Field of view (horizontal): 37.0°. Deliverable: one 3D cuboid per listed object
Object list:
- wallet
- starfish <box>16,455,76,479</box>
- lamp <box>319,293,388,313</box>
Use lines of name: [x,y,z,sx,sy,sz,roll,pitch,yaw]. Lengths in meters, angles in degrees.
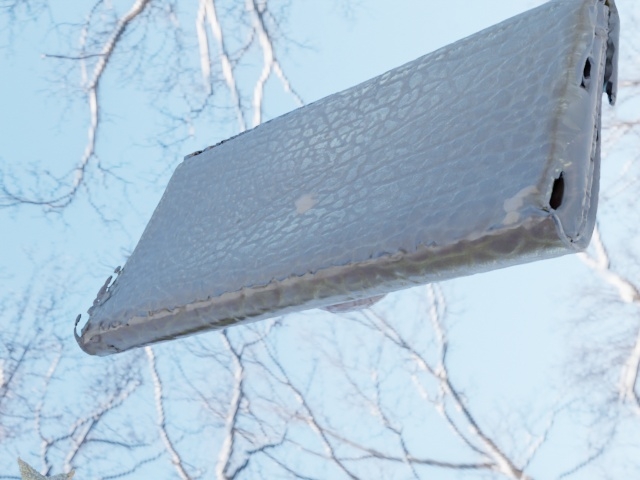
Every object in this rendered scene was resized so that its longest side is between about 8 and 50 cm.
wallet: [0.005,-0.019,0.407,0.039,0.243,0.132,48,-136,-31]
starfish: [-0.216,0.197,0.754,0.016,0.086,0.092,-71,-15,10]
lamp: [0.004,0.004,0.935,0.156,0.135,0.157,46,-148,2]
